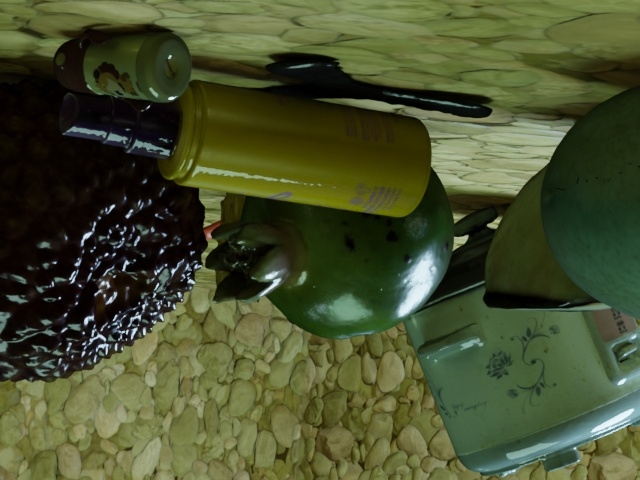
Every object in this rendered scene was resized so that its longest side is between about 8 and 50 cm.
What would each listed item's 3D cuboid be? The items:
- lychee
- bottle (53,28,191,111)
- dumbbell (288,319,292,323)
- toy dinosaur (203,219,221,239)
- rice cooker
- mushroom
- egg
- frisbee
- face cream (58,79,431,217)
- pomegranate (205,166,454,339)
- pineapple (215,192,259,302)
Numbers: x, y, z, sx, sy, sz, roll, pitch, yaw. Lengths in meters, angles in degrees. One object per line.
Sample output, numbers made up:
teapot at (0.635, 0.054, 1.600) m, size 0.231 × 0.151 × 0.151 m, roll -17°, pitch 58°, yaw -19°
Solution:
lychee at (-0.235, -0.019, 1.483) m, size 0.271 × 0.271 × 0.271 m, roll 5°, pitch 175°, yaw 0°
bottle at (-0.137, -0.115, 1.259) m, size 0.101 × 0.063 × 0.047 m, roll 5°, pitch -156°, yaw 35°
dumbbell at (0.114, 0.051, 2.399) m, size 0.324 × 0.160 × 0.144 m, roll 5°, pitch -156°, yaw -5°
toy dinosaur at (-0.084, -0.030, 2.204) m, size 0.286 × 0.070 × 0.139 m, roll 6°, pitch 166°, yaw 19°
rice cooker at (0.229, 0.104, 2.105) m, size 0.316 × 0.317 × 0.264 m, roll 9°, pitch 157°, yaw -39°
mushroom at (0.244, -0.013, 1.425) m, size 0.189 × 0.164 × 0.267 m, roll 11°, pitch 176°, yaw -23°
egg at (0.253, -0.024, 1.216) m, size 0.236 × 0.169 × 0.169 m, roll -3°, pitch 171°, yaw 44°
frisbee at (0.009, -0.108, 1.399) m, size 0.211 × 0.012 × 0.187 m, roll 9°, pitch 174°, yaw -38°
face cream at (-0.055, -0.072, 1.361) m, size 0.273 × 0.078 × 0.078 m, roll 8°, pitch 174°, yaw -24°
pomegranate at (0.001, -0.001, 1.538) m, size 0.187 × 0.187 × 0.225 m, roll 0°, pitch -166°, yaw 45°
pineapple at (-0.052, -0.028, 1.782) m, size 0.079 × 0.135 × 0.233 m, roll 15°, pitch 164°, yaw -14°
